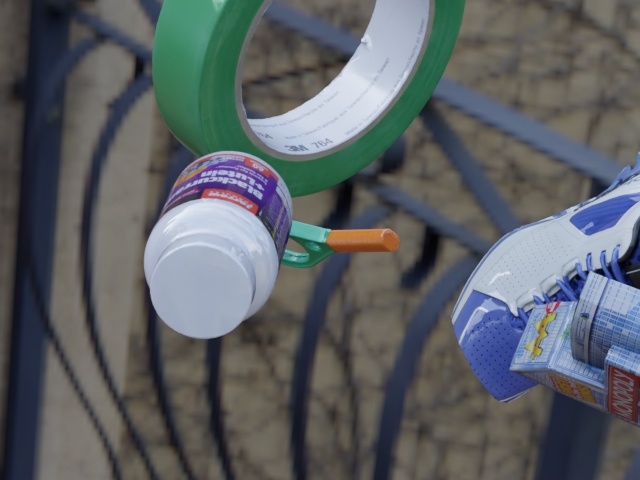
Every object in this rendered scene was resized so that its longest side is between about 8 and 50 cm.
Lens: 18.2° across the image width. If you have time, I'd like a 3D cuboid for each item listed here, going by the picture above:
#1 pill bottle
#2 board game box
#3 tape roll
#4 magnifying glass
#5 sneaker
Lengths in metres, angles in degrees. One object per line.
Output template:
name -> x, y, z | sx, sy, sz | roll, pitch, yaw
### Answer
pill bottle -> -0.083, 0.006, 1.612 | 0.108, 0.108, 0.193 | 8, 21, 2
board game box -> 0.236, 0.092, 1.482 | 0.194, 0.060, 0.194 | 20, -15, 15
tape roll -> -0.006, -0.195, 1.858 | 0.321, 0.321, 0.077 | -12, 38, -39
magnifying glass -> 0.000, 0.000, 2.302 | 0.231, 0.026, 0.092 | 1, -31, 48
sneaker -> 0.258, 0.028, 1.808 | 0.127, 0.315, 0.182 | 49, 10, -11
